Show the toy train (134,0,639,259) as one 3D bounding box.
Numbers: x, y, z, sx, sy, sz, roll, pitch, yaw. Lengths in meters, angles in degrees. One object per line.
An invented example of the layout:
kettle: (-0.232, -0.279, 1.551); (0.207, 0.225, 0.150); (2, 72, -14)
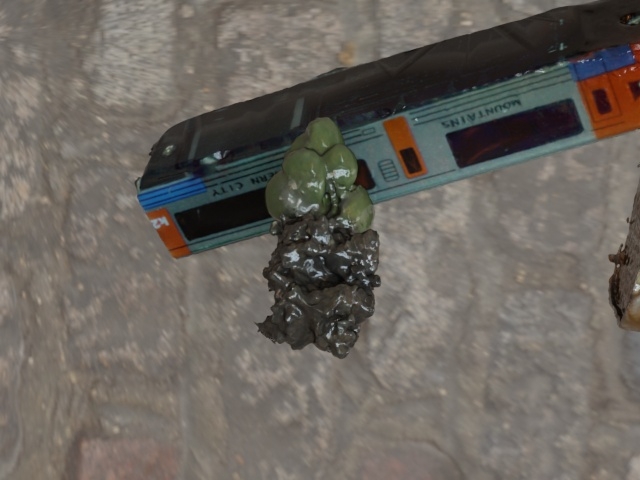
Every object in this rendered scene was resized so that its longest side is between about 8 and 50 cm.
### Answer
toy train: (0.071, -0.080, 1.052); (0.409, 0.086, 0.089); (-15, 120, 18)

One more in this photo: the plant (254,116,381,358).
plant: (0.000, 0.000, 0.925); (0.085, 0.174, 0.087); (-28, 134, 27)

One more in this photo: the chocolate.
chocolate: (0.309, 0.004, 1.298); (0.093, 0.214, 0.148); (12, 100, 4)
